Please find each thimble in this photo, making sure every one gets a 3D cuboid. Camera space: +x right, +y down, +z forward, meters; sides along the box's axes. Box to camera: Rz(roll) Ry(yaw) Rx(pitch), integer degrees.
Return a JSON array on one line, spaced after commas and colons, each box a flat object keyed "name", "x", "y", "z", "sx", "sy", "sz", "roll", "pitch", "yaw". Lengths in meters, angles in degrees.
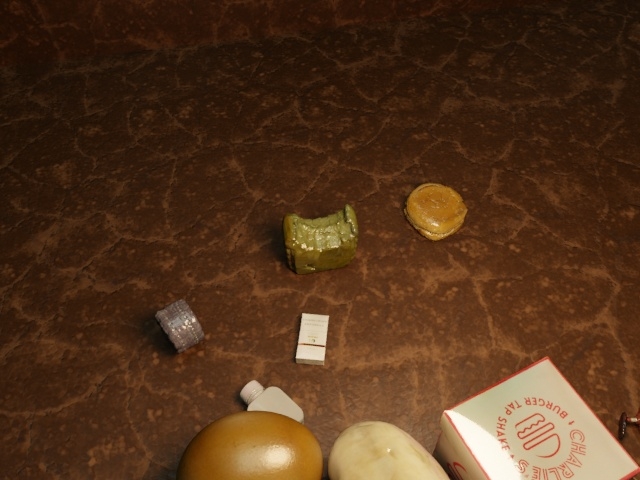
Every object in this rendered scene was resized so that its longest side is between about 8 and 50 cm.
[{"name": "thimble", "x": -0.416, "y": 0.253, "z": 1.720, "sx": 0.098, "sy": 0.150, "sz": 0.150, "roll": -31, "pitch": 57, "yaw": -21}]

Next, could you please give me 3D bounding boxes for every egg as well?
[{"name": "egg", "x": -0.166, "y": 0.550, "z": 1.388, "sx": 0.351, "sy": 0.282, "sz": 0.282, "roll": -18, "pitch": 52, "yaw": 3}]

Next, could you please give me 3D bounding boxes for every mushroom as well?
[{"name": "mushroom", "x": 0.143, "y": 0.587, "z": 1.331, "sx": 0.353, "sy": 0.325, "sz": 0.353, "roll": 2, "pitch": 57, "yaw": -4}]

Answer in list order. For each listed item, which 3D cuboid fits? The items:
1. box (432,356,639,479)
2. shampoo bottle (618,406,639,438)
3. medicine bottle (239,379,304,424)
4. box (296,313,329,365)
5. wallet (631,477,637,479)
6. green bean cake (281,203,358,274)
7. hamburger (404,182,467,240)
[{"name": "box", "x": 0.483, "y": 0.526, "z": 1.390, "sx": 0.314, "sy": 0.300, "sz": 0.312, "roll": -22, "pitch": 54, "yaw": -15}, {"name": "shampoo bottle", "x": 0.938, "y": 0.492, "z": 1.562, "sx": 0.284, "sy": 0.071, "sz": 0.153, "roll": 1, "pitch": 58, "yaw": 5}, {"name": "medicine bottle", "x": -0.138, "y": 0.466, "z": 1.595, "sx": 0.183, "sy": 0.069, "sz": 0.119, "roll": 37, "pitch": 62, "yaw": 25}, {"name": "box", "x": -0.023, "y": 0.295, "z": 1.749, "sx": 0.084, "sy": 0.040, "sz": 0.154, "roll": 6, "pitch": 52, "yaw": 2}, {"name": "wallet", "x": 0.770, "y": 0.637, "z": 1.473, "sx": 0.095, "sy": 0.026, "sz": 0.176, "roll": -32, "pitch": 60, "yaw": -20}, {"name": "green bean cake", "x": 0.000, "y": 0.000, "z": 1.866, "sx": 0.236, "sy": 0.233, "sz": 0.124, "roll": -9, "pitch": 58, "yaw": -6}, {"name": "hamburger", "x": 0.394, "y": -0.103, "z": 2.025, "sx": 0.214, "sy": 0.108, "sz": 0.213, "roll": 2, "pitch": 55, "yaw": -2}]
